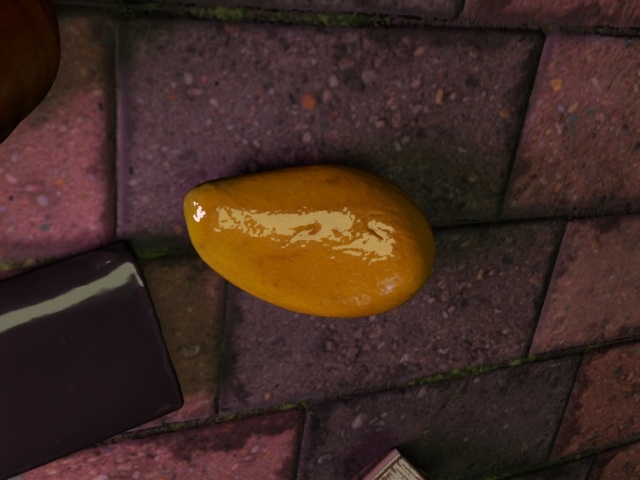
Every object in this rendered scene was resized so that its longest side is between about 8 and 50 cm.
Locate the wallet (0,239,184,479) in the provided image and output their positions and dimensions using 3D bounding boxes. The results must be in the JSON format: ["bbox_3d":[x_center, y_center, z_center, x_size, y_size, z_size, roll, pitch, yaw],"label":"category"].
[{"bbox_3d":[-0.356,0.158,0.720,0.405,0.062,0.229,-19,124,-16],"label":"wallet"}]

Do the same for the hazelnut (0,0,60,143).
[{"bbox_3d":[-0.302,-0.149,0.522,0.212,0.181,0.181,-31,98,-10],"label":"hazelnut"}]

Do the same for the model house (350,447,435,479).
[{"bbox_3d":[0.097,0.399,1.046,0.229,0.122,0.188,-42,125,3],"label":"model house"}]

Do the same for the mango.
[{"bbox_3d":[0.000,0.000,0.778,0.316,0.119,0.177,10,120,-25],"label":"mango"}]
